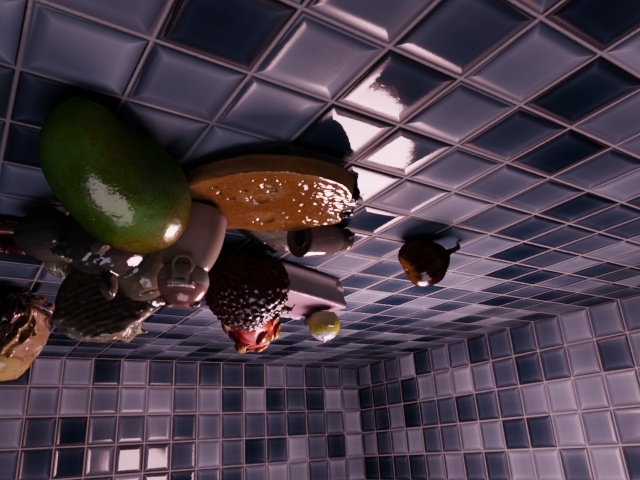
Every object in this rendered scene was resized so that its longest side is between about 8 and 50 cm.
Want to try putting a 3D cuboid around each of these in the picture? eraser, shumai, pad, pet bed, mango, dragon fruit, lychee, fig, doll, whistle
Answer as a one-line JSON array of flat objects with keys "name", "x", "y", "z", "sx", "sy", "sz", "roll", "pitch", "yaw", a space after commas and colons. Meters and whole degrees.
[{"name": "eraser", "x": -0.111, "y": 0.194, "z": 1.983, "sx": 0.272, "sy": 0.123, "sz": 0.359, "roll": -22, "pitch": 153, "yaw": 34}, {"name": "shumai", "x": -0.667, "y": 0.206, "z": 1.678, "sx": 0.314, "sy": 0.267, "sz": 0.262, "roll": -33, "pitch": 168, "yaw": -29}, {"name": "pad", "x": -0.121, "y": -0.017, "z": 1.568, "sx": 0.174, "sy": 0.022, "sz": 0.233, "roll": -12, "pitch": 156, "yaw": 21}, {"name": "pet bed", "x": -0.832, "y": -0.011, "z": 1.424, "sx": 0.201, "sy": 0.054, "sz": 0.201, "roll": 1, "pitch": 157, "yaw": 1}, {"name": "mango", "x": -0.385, "y": -0.115, "z": 1.041, "sx": 0.225, "sy": 0.201, "sz": 0.382, "roll": -10, "pitch": 142, "yaw": 7}, {"name": "dragon fruit", "x": -0.290, "y": 0.323, "z": 2.186, "sx": 0.227, "sy": 0.243, "sz": 0.308, "roll": 11, "pitch": 127, "yaw": 26}, {"name": "lychee", "x": -0.218, "y": 0.160, "z": 1.678, "sx": 0.299, "sy": 0.264, "sz": 0.264, "roll": 29, "pitch": 150, "yaw": -13}, {"name": "fig", "x": 0.344, "y": 0.072, "z": 1.690, "sx": 0.201, "sy": 0.150, "sz": 0.148, "roll": 4, "pitch": 178, "yaw": 5}, {"name": "doll", "x": -0.527, "y": 0.009, "z": 1.385, "sx": 0.378, "sy": 0.252, "sz": 0.382, "roll": 23, "pitch": 166, "yaw": 25}, {"name": "whistle", "x": -0.005, "y": 0.324, "z": 2.032, "sx": 0.122, "sy": 0.123, "sz": 0.223, "roll": 7, "pitch": 169, "yaw": -26}]

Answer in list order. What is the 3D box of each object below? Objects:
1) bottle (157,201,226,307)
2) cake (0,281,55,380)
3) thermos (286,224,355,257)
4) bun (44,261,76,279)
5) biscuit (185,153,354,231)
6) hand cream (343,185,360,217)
[{"name": "bottle", "x": -0.307, "y": 0.041, "z": 1.245, "sx": 0.147, "sy": 0.237, "sz": 0.147, "roll": 6, "pitch": 162, "yaw": 2}, {"name": "cake", "x": -1.105, "y": 0.281, "z": 1.889, "sx": 0.321, "sy": 0.332, "sz": 0.332, "roll": -51, "pitch": 143, "yaw": 11}, {"name": "thermos", "x": 0.000, "y": 0.000, "z": 1.529, "sx": 0.193, "sy": 0.105, "sz": 0.137, "roll": 0, "pitch": 159, "yaw": -43}, {"name": "bun", "x": -0.787, "y": 0.082, "z": 1.643, "sx": 0.115, "sy": 0.069, "sz": 0.115, "roll": -2, "pitch": 158, "yaw": -1}, {"name": "biscuit", "x": -0.115, "y": -0.109, "z": 1.267, "sx": 0.384, "sy": 0.062, "sz": 0.365, "roll": 0, "pitch": 160, "yaw": 0}, {"name": "hand cream", "x": 0.069, "y": -0.097, "z": 1.381, "sx": 0.062, "sy": 0.039, "sz": 0.163, "roll": -2, "pitch": 165, "yaw": -10}]
